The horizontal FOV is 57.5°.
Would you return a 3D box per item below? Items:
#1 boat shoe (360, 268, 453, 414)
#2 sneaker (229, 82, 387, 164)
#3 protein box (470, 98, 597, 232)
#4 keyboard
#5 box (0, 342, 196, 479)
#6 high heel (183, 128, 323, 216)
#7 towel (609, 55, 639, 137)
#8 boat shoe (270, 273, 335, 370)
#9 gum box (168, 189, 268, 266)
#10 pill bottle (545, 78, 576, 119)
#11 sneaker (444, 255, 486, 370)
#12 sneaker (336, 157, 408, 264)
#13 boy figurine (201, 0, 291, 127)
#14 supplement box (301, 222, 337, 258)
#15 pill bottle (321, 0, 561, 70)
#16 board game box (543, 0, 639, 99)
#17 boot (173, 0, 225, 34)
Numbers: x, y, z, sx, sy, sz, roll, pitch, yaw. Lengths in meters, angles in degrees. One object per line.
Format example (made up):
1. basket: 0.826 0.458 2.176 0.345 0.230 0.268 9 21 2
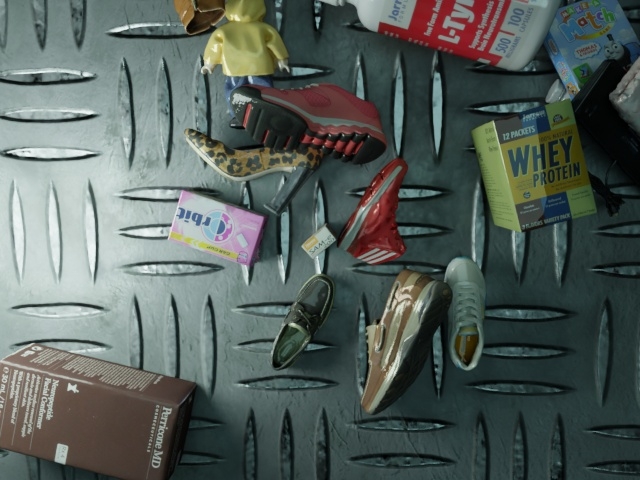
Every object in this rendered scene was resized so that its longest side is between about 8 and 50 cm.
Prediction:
1. boat shoe: 0.154 0.205 1.192 0.116 0.123 0.325 34 109 33
2. sneaker: -0.022 -0.246 1.122 0.313 0.116 0.136 13 59 -20
3. protein box: 0.388 -0.135 1.086 0.135 0.200 0.201 -15 94 5
4. keyboard: 0.556 -0.167 1.088 0.317 0.033 0.202 33 94 -28
5. box: -0.475 0.364 1.226 0.380 0.143 0.191 13 96 1
6. high heel: -0.129 -0.196 1.176 0.261 0.093 0.186 36 90 -2
7. towel: 0.704 -0.283 1.057 0.331 0.053 0.317 33 95 -27
8. boat shoe: -0.037 0.175 1.209 0.080 0.073 0.224 30 97 0
9. gum box: -0.204 -0.026 1.204 0.188 0.062 0.107 18 97 2
10. pill bottle: 0.503 -0.268 1.133 0.116 0.065 0.065 24 97 2
11. sneaker: 0.297 0.147 1.176 0.087 0.092 0.229 -3 95 6
12. sneaker: 0.139 -0.049 1.181 0.128 0.087 0.221 32 109 -8
13. boy figurine: -0.150 -0.365 1.152 0.177 0.092 0.286 -6 95 5
14. supplement box: 0.000 0.000 1.176 0.062 0.098 0.036 -40 92 7
15. pill bottle: 0.208 -0.469 1.049 0.407 0.229 0.229 16 97 2
16. board game box: 0.520 -0.350 1.097 0.160 0.039 0.212 -21 80 -9
17. boot: -0.198 -0.491 1.111 0.197 0.073 0.153 -33 55 24
